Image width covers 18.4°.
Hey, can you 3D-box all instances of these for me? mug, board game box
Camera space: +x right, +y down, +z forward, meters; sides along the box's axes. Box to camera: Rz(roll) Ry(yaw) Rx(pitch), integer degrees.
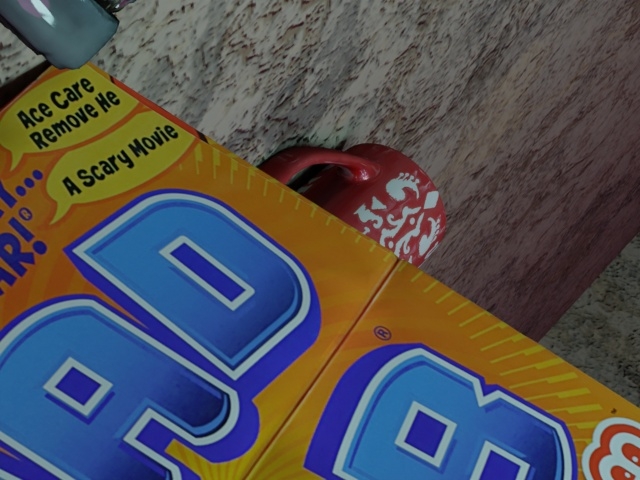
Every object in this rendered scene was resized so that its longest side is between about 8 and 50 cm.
[{"bbox_3d":[0.007,0.007,1.286,0.169,0.113,0.150,-43,167,-39],"label":"mug"},{"bbox_3d":[-0.098,0.215,0.846,0.356,0.356,0.356,-52,173,-49],"label":"board game box"}]

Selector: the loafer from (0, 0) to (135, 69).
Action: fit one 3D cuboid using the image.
[{"bbox_3d":[-0.103,-0.142,0.427,0.084,0.096,0.267,-42,143,-1],"label":"loafer"}]
